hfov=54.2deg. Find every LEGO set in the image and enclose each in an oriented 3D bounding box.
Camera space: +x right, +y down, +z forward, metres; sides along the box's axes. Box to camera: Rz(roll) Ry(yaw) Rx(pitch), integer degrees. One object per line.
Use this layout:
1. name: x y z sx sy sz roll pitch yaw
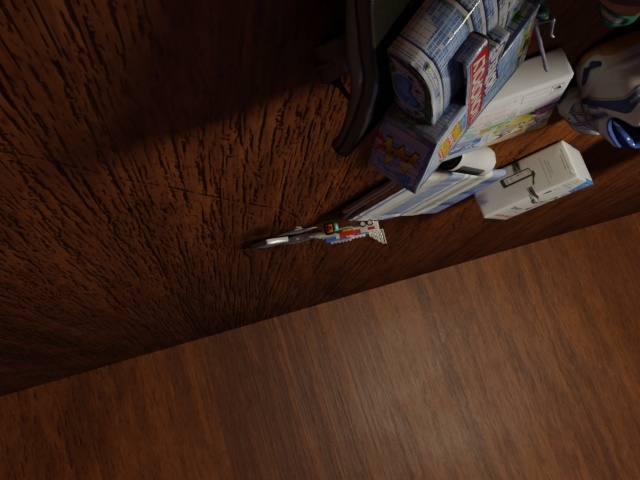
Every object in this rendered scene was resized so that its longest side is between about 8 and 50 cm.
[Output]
1. LEGO set: 0.000 0.000 1.205 0.183 0.060 0.244 -9 176 -33

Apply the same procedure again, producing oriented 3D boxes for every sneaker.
1. sneaker: 0.422 -0.182 0.907 0.112 0.130 0.296 -23 168 16

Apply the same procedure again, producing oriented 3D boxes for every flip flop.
1. flip flop: 0.035 -0.172 0.529 0.112 0.080 0.277 -51 165 -16

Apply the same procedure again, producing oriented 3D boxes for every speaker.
1. speaker: 0.237 -0.136 1.023 0.055 0.055 0.136 -26 166 34

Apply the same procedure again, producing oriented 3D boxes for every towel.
1. towel: 0.203 -0.094 1.211 0.285 0.034 0.209 -7 164 -42

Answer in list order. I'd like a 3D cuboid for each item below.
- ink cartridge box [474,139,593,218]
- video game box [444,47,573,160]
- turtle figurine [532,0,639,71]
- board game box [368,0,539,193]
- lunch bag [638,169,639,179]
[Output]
1. ink cartridge box: 0.440 -0.119 1.304 0.203 0.085 0.148 -26 165 32
2. video game box: 0.222 -0.173 0.861 0.205 0.048 0.187 -18 166 5
3. turtle figurine: 0.266 -0.223 0.562 0.175 0.118 0.234 22 -178 23
4. board game box: 0.116 -0.146 0.556 0.194 0.060 0.194 -54 165 -3
5. lunch bag: 0.820 -0.206 1.265 0.287 0.168 0.235 -18 169 -19
